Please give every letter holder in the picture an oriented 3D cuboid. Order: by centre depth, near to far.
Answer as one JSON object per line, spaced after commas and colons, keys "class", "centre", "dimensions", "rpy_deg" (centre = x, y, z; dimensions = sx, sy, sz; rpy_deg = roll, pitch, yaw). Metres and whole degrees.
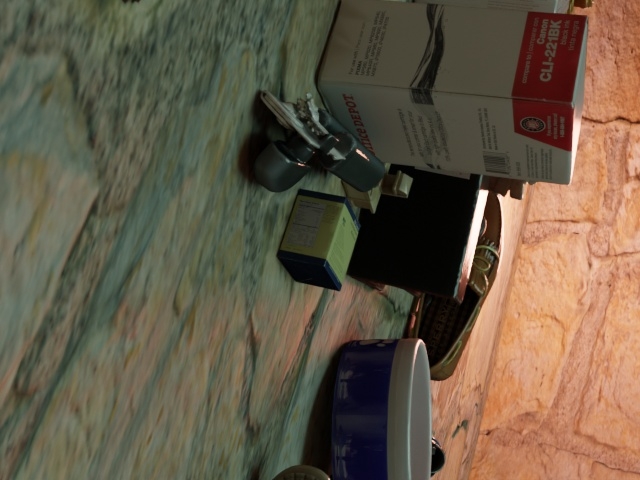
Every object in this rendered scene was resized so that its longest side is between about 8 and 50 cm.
{"class": "letter holder", "centre": [0.166, -0.067, 1.353], "dimensions": [0.214, 0.152, 0.302], "rpy_deg": [32, 70, -73]}

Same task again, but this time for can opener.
{"class": "can opener", "centre": [-0.004, -0.093, 0.975], "dimensions": [0.093, 0.074, 0.280], "rpy_deg": [-46, 164, 12]}

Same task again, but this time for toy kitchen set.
{"class": "toy kitchen set", "centre": [0.077, -0.086, 1.197], "dimensions": [0.075, 0.068, 0.083], "rpy_deg": [66, 39, -61]}

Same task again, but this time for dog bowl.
{"class": "dog bowl", "centre": [0.093, 0.272, 1.324], "dimensions": [0.265, 0.104, 0.265], "rpy_deg": [-1, 90, -77]}

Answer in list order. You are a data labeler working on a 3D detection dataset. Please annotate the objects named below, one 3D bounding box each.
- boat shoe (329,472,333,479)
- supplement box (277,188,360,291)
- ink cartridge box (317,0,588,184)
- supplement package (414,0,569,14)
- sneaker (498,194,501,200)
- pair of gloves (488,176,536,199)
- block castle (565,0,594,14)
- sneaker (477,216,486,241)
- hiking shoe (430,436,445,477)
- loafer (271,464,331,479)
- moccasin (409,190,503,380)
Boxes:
{"class": "boat shoe", "centre": [0.007, 0.376, 1.307], "dimensions": [0.152, 0.056, 0.049], "rpy_deg": [-59, 151, -68]}
{"class": "supplement box", "centre": [0.000, 0.000, 1.034], "dimensions": [0.083, 0.056, 0.083], "rpy_deg": [60, 45, -64]}
{"class": "ink cartridge box", "centre": [0.155, -0.166, 1.060], "dimensions": [0.197, 0.272, 0.114], "rpy_deg": [58, 43, -65]}
{"class": "supplement package", "centre": [0.260, -0.453, 1.313], "dimensions": [0.198, 0.199, 0.263], "rpy_deg": [-47, 145, -59]}
{"class": "sneaker", "centre": [0.328, -0.041, 1.970], "dimensions": [0.121, 0.079, 0.217], "rpy_deg": [-45, 144, -62]}
{"class": "pair of gloves", "centre": [0.262, -0.182, 1.397], "dimensions": [0.042, 0.240, 0.204], "rpy_deg": [4, 109, -42]}
{"class": "block castle", "centre": [0.387, -0.547, 1.624], "dimensions": [0.453, 0.212, 0.303], "rpy_deg": [-58, 153, -48]}
{"class": "sneaker", "centre": [0.240, -0.020, 1.631], "dimensions": [0.188, 0.078, 0.067], "rpy_deg": [-7, 69, -49]}
{"class": "hiking shoe", "centre": [0.149, 0.380, 1.604], "dimensions": [0.304, 0.132, 0.113], "rpy_deg": [48, 56, -68]}
{"class": "loafer", "centre": [-0.045, 0.380, 1.083], "dimensions": [0.092, 0.102, 0.269], "rpy_deg": [-9, 119, -72]}
{"class": "moccasin", "centre": [0.247, 0.070, 1.732], "dimensions": [0.380, 0.139, 0.147], "rpy_deg": [-64, 167, -10]}
